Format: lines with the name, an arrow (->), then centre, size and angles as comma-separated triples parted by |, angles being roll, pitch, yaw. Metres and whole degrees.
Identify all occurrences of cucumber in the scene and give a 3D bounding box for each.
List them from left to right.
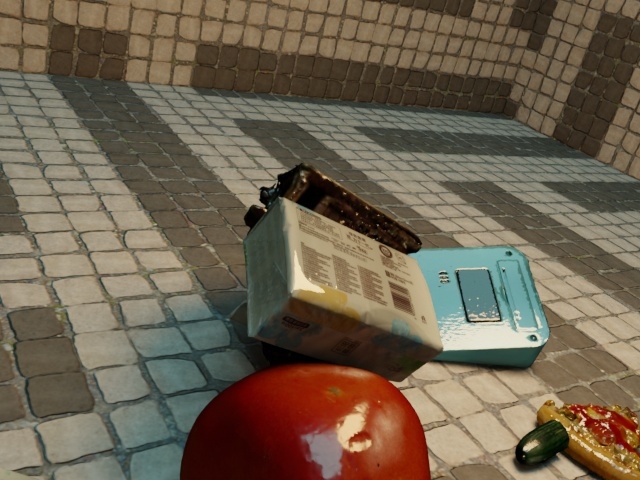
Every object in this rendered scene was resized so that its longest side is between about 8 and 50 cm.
cucumber -> 0.327, 0.309, 1.001 | 0.105, 0.048, 0.048 | -12, 36, -37

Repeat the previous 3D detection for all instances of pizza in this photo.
pizza -> 0.462, 0.302, 1.071 | 0.199, 0.062, 0.188 | -11, 37, -46

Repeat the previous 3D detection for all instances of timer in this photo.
timer -> 0.280, 0.124, 1.263 | 0.250, 0.091, 0.231 | 1, 51, -6

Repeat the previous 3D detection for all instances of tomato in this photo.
tomato -> -0.009, 0.253, 0.720 | 0.299, 0.226, 0.298 | 10, 28, -5

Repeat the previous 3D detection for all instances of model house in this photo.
model house -> -0.026, 0.073, 1.035 | 0.297, 0.282, 0.317 | 26, -10, -17

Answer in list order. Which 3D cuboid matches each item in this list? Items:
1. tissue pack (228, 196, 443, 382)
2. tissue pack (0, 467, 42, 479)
tissue pack -> 0.011, 0.079, 0.828 | 0.230, 0.145, 0.159 | 24, 38, -31
tissue pack -> -0.315, 0.284, 0.722 | 0.108, 0.023, 0.056 | 15, 25, 2
